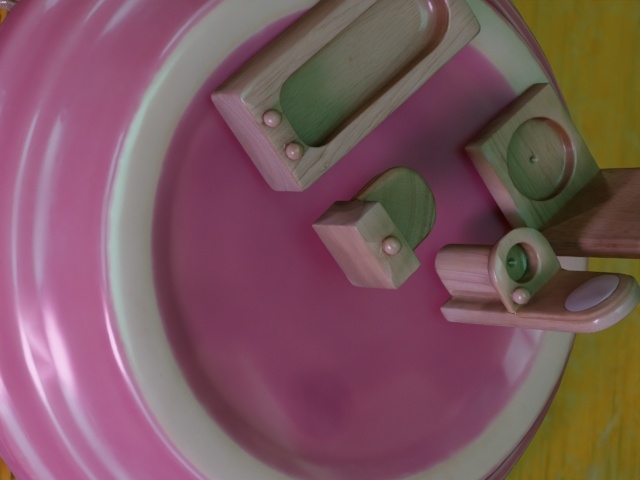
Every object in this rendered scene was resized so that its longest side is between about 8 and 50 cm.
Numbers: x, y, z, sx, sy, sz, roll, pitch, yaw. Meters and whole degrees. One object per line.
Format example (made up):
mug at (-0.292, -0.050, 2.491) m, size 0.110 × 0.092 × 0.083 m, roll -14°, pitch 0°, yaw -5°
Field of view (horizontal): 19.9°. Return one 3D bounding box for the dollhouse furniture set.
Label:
dollhouse furniture set at (0.073, -0.042, 0.737) m, size 0.144 × 0.123 × 0.151 m, roll -43°, pitch 112°, yaw -24°

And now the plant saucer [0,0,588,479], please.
plant saucer at (0.000, 0.000, 0.815) m, size 0.332 × 0.084 × 0.332 m, roll -1°, pitch 92°, yaw -33°

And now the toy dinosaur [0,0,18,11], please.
toy dinosaur at (-0.172, -0.148, 0.798) m, size 0.183 × 0.053 × 0.093 m, roll 36°, pitch 57°, yaw -14°
